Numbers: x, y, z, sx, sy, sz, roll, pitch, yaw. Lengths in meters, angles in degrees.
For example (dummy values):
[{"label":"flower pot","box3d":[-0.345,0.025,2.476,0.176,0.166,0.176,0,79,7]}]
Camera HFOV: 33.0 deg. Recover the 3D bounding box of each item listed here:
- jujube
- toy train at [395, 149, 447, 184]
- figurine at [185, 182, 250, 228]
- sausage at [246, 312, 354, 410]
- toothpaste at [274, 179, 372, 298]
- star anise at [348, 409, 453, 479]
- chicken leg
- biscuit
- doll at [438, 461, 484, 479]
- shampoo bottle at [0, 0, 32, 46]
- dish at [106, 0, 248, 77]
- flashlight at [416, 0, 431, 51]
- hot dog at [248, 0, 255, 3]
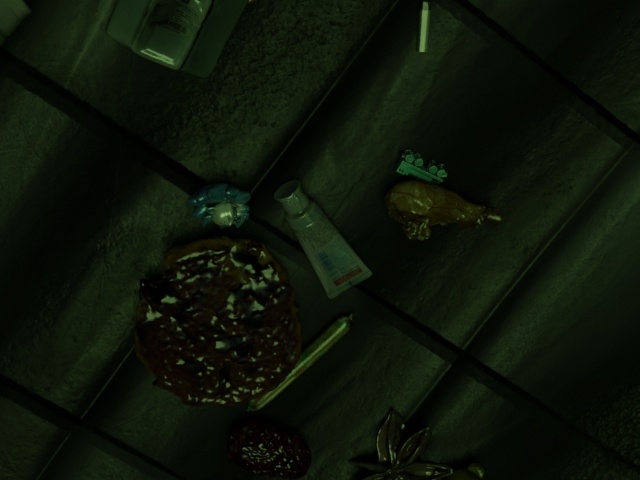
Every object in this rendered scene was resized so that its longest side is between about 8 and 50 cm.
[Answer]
[{"label":"jujube","box3d":[-0.089,0.383,1.980,0.166,0.104,0.104,17,108,-26]},{"label":"toy train","box3d":[0.174,-0.122,1.853,0.092,0.029,0.045,24,113,-16]},{"label":"figurine","box3d":[-0.173,-0.058,1.804,0.114,0.114,0.079,-4,66,-2]},{"label":"sausage","box3d":[-0.036,0.222,1.953,0.269,0.033,0.033,-43,110,9]},{"label":"toothpaste","box3d":[0.000,0.000,1.867,0.089,0.057,0.234,-30,118,7]},{"label":"star anise","box3d":[0.157,0.440,2.010,0.197,0.073,0.212,42,104,19]},{"label":"chicken leg","box3d":[0.210,-0.044,1.855,0.208,0.085,0.101,10,86,-13]},{"label":"biscuit","box3d":[-0.180,0.140,1.880,0.290,0.081,0.334,-5,115,-6]},{"label":"doll","box3d":[0.216,0.495,2.073,0.210,0.097,0.137,-6,80,12]},{"label":"shampoo bottle","box3d":[-0.576,-0.354,1.538,0.266,0.273,0.273,-34,111,-5]},{"label":"dish","box3d":[-0.215,-0.346,1.637,0.182,0.080,0.243,22,133,-14]},{"label":"flashlight","box3d":[0.169,-0.352,1.768,0.018,0.018,0.083,0,110,-6]},{"label":"hot dog","box3d":[-0.108,-0.487,1.633,0.175,0.114,0.259,20,129,-19]}]
